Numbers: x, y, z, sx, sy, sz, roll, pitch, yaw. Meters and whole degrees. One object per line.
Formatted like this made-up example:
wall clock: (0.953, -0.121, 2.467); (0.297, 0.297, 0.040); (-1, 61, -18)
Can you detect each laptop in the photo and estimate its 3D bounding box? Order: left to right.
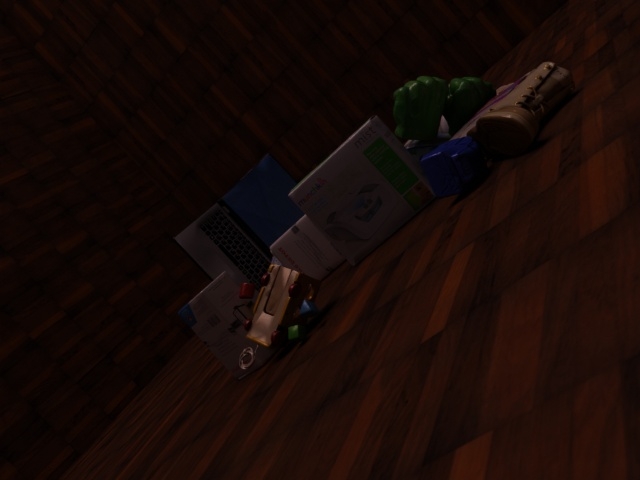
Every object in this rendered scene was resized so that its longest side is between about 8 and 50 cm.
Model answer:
laptop: (-0.215, -0.018, 2.426); (0.236, 0.382, 0.408); (-39, 6, 45)

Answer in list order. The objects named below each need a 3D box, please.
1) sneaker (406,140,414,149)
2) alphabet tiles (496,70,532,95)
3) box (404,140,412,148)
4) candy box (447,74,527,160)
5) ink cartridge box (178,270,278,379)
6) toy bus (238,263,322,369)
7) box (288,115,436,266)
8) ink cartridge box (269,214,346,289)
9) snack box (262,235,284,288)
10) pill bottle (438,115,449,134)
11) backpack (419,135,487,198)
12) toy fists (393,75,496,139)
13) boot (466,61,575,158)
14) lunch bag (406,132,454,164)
sneaker: (0.302, -0.289, 1.997); (0.192, 0.064, 0.086); (-45, 13, -24)
alphabet tiles: (0.493, -0.390, 1.898); (0.278, 0.021, 0.284); (-37, 9, -2)
box: (0.336, -0.311, 2.292); (0.102, 0.087, 0.101); (-40, 5, 27)
candy box: (0.368, -0.245, 1.538); (0.233, 0.071, 0.159); (-44, 5, -21)
ink cartridge box: (-0.195, 0.188, 1.520); (0.086, 0.203, 0.148); (-44, 5, -39)
toy bus: (-0.074, 0.151, 1.426); (0.202, 0.104, 0.191); (-35, 52, 26)
box: (0.103, -0.118, 1.619); (0.262, 0.231, 0.127); (-40, 5, 19)
ink cartridge box: (0.000, 0.000, 1.842); (0.219, 0.160, 0.092); (-40, 4, 20)
snack box: (-0.104, 0.086, 2.003); (0.174, 0.070, 0.207); (154, 134, -72)
pill bottle: (0.347, -0.309, 1.824); (0.087, 0.087, 0.160); (-43, 13, -1)
backpack: (0.269, -0.144, 1.340); (0.101, 0.098, 0.120); (-10, 18, 41)
toy fists: (0.297, -0.323, 1.659); (0.096, 0.279, 0.142); (-128, 40, -55)
boot: (0.389, -0.249, 1.288); (0.203, 0.095, 0.262); (-42, 0, -1)
lunch bag: (0.298, -0.210, 1.691); (0.151, 0.096, 0.129); (-9, 19, 22)
